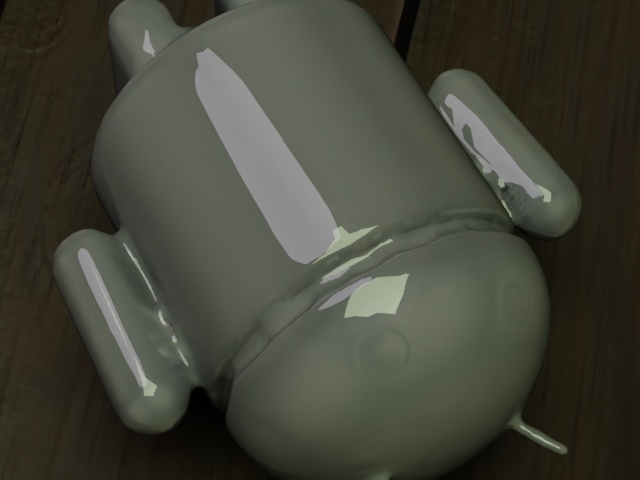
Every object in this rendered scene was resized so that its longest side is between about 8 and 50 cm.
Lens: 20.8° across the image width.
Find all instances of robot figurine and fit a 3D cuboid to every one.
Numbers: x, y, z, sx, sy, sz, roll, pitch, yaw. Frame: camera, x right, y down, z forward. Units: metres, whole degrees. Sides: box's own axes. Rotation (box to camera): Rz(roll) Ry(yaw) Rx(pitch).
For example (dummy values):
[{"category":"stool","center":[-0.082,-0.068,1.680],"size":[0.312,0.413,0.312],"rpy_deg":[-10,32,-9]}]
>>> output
[{"category":"robot figurine","center":[0.000,0.000,1.008],"size":[0.300,0.200,0.353],"rpy_deg":[-26,65,-11]}]
